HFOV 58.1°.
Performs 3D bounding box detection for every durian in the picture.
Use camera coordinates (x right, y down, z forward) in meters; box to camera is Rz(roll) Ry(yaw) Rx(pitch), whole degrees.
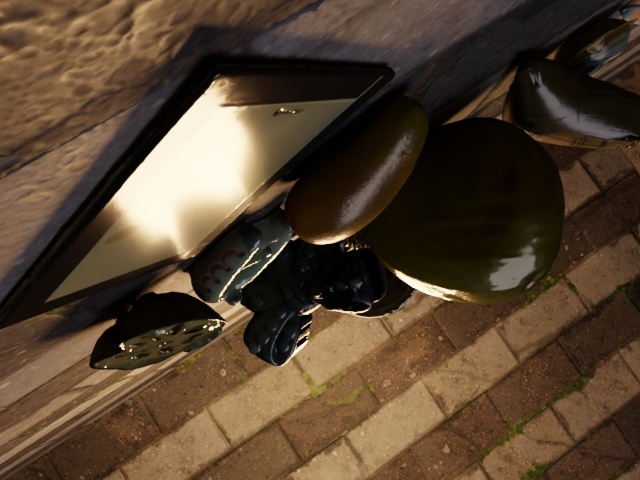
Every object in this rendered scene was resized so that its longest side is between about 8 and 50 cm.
[{"bbox_3d":[0.114,-0.018,1.188,0.208,0.102,0.146,8,-165,-7],"label":"durian"}]

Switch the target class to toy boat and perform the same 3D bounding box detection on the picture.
[{"bbox_3d":[-0.113,0.034,0.847,0.208,0.079,0.134,-40,174,39],"label":"toy boat"}]

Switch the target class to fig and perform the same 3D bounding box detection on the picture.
[{"bbox_3d":[0.240,-0.047,1.009,0.343,0.343,0.343,-33,174,-4],"label":"fig"}]

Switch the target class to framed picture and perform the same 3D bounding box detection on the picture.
[{"bbox_3d":[-0.109,-0.042,0.520,0.347,0.016,0.265,-37,173,34],"label":"framed picture"}]

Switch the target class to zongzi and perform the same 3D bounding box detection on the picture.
[{"bbox_3d":[0.448,-0.239,0.972,0.260,0.123,0.289,10,177,10],"label":"zongzi"}]

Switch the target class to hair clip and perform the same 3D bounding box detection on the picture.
[{"bbox_3d":[-0.033,0.089,1.117,0.310,0.206,0.194,-35,178,24],"label":"hair clip"}]

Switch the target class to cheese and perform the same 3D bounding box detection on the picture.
[{"bbox_3d":[0.509,-0.353,1.099,0.177,0.069,0.270,-35,175,19],"label":"cheese"}]

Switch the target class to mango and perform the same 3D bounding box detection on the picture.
[{"bbox_3d":[0.047,-0.080,0.702,0.227,0.099,0.136,-47,162,29],"label":"mango"}]

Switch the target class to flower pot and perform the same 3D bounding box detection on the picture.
[{"bbox_3d":[0.145,0.050,1.652,0.290,0.290,0.259,-35,-173,14],"label":"flower pot"}]

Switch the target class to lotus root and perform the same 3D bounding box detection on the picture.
[{"bbox_3d":[-0.236,0.121,0.831,0.183,0.078,0.203,-23,164,0],"label":"lotus root"}]

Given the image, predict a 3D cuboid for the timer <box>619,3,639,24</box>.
[{"bbox_3d":[0.704,-0.431,1.104,0.255,0.175,0.175,-26,171,-46],"label":"timer"}]
